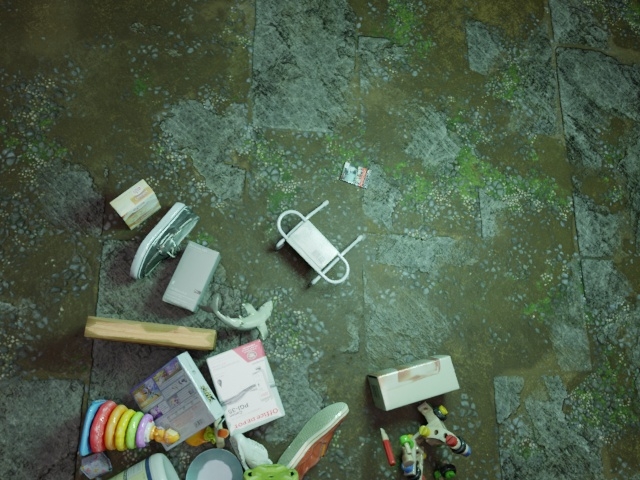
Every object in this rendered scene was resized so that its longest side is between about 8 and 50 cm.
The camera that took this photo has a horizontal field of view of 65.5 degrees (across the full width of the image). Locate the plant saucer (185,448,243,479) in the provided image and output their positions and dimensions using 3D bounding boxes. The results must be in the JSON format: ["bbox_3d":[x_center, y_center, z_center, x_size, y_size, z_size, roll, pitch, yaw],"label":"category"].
[{"bbox_3d":[-0.366,0.823,1.727,0.194,0.037,0.195,2,76,-9],"label":"plant saucer"}]

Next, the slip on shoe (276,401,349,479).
[{"bbox_3d":[-0.014,0.719,1.784,0.331,0.123,0.101,-46,105,-15],"label":"slip on shoe"}]

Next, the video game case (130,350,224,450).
[{"bbox_3d":[-0.487,0.545,1.683,0.269,0.061,0.244,-36,85,24],"label":"video game case"}]

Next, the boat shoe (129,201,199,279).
[{"bbox_3d":[-0.570,0.011,1.842,0.119,0.121,0.335,29,71,2],"label":"boat shoe"}]

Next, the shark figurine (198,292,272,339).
[{"bbox_3d":[-0.302,0.297,1.824,0.278,0.116,0.167,9,57,-34],"label":"shark figurine"}]

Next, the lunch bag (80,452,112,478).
[{"bbox_3d":[-0.747,0.754,1.662,0.071,0.053,0.083,-23,121,-5],"label":"lunch bag"}]

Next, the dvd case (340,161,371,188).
[{"bbox_3d":[0.150,-0.275,2.099,0.119,0.013,0.087,18,74,-7],"label":"dvd case"}]

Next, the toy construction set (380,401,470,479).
[{"bbox_3d":[0.357,0.714,1.814,0.308,0.258,0.237,17,29,-22],"label":"toy construction set"}]

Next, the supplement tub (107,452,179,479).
[{"bbox_3d":[-0.610,0.858,1.571,0.324,0.235,0.236,-26,82,-15],"label":"supplement tub"}]

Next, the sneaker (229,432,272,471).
[{"bbox_3d":[-0.238,0.725,1.705,0.094,0.235,0.090,-28,38,-18],"label":"sneaker"}]

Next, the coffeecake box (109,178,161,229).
[{"bbox_3d":[-0.674,-0.128,1.824,0.142,0.185,0.068,-41,86,-16],"label":"coffeecake box"}]

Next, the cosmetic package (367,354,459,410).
[{"bbox_3d":[0.344,0.530,1.869,0.295,0.153,0.129,-11,80,-14],"label":"cosmetic package"}]

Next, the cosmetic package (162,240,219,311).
[{"bbox_3d":[-0.473,0.136,1.841,0.127,0.107,0.238,20,77,-2],"label":"cosmetic package"}]

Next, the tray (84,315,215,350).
[{"bbox_3d":[-0.571,0.328,1.723,0.410,0.203,0.076,7,76,-8],"label":"tray"}]

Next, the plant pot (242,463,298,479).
[{"bbox_3d":[-0.166,0.880,1.607,0.275,0.276,0.254,2,85,-10],"label":"plant pot"}]

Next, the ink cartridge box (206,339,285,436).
[{"bbox_3d":[-0.266,0.522,1.776,0.207,0.117,0.283,-19,80,-14],"label":"ink cartridge box"}]

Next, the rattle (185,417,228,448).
[{"bbox_3d":[-0.385,0.647,1.680,0.142,0.199,0.130,9,79,-9],"label":"rattle"}]

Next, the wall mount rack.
[{"bbox_3d":[0.000,0.000,1.953,0.304,0.130,0.350,-43,87,-13],"label":"wall mount rack"}]

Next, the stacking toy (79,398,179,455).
[{"bbox_3d":[-0.612,0.625,1.635,0.301,0.175,0.166,7,78,2],"label":"stacking toy"}]
